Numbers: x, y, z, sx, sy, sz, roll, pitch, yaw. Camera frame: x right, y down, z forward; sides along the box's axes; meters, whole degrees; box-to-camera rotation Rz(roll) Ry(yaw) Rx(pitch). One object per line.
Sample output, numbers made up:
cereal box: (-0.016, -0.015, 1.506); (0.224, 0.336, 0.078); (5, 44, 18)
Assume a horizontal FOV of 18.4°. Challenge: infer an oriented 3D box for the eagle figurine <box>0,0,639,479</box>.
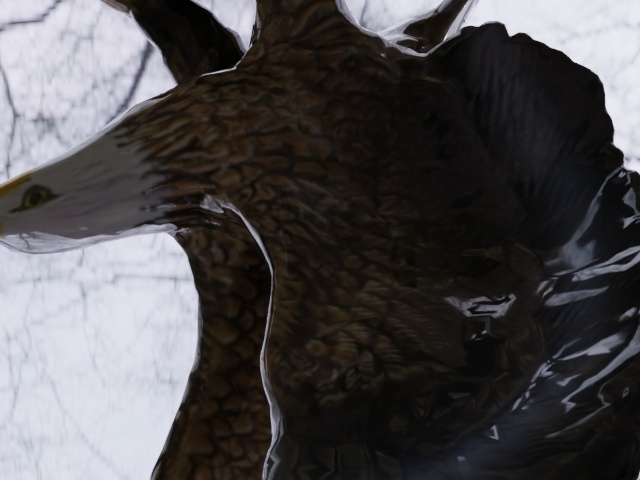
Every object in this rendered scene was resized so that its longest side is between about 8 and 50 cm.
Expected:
eagle figurine: (-0.011, 0.003, 0.631); (0.225, 0.226, 0.298); (-21, -110, 6)
